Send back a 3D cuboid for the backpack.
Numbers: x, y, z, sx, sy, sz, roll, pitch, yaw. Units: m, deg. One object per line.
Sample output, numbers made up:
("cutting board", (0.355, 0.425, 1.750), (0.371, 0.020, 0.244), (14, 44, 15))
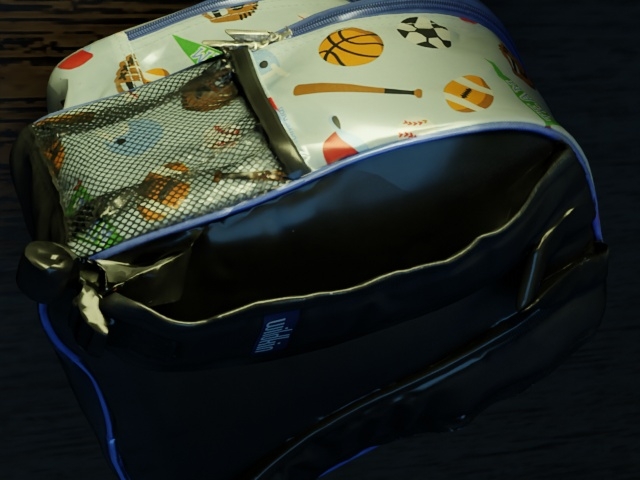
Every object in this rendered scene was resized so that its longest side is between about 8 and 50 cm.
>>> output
("backpack", (0.000, 0.000, 0.882), (0.263, 0.213, 0.276), (-16, 145, -1))
